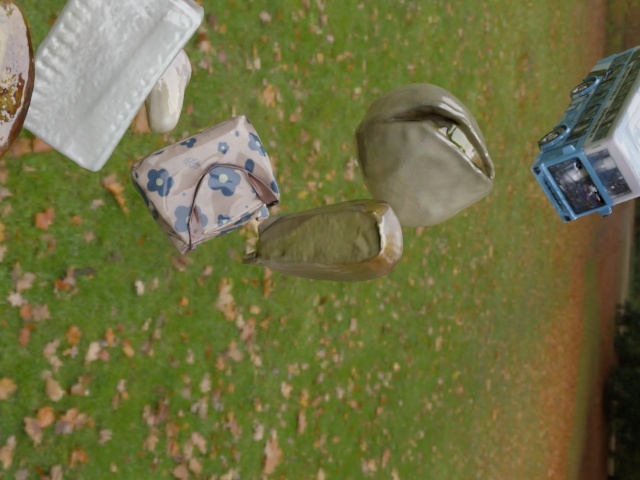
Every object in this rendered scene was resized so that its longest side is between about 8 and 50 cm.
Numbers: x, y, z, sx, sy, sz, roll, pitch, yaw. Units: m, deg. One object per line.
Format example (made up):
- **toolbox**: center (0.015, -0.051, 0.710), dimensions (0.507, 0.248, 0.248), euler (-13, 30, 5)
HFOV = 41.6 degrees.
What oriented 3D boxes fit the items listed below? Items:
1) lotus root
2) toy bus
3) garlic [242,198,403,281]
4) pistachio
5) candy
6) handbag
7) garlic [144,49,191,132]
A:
- **lotus root**: center (-0.547, -0.225, 1.287), dimensions (0.193, 0.193, 0.291), euler (12, 87, -69)
- **toy bus**: center (0.390, -0.153, 1.118), dimensions (0.106, 0.131, 0.297), euler (54, 47, -16)
- **garlic**: center (0.015, 0.000, 0.882), dimensions (0.101, 0.195, 0.087), euler (3, 86, -49)
- **pistachio**: center (0.158, -0.130, 1.287), dimensions (0.208, 0.226, 0.332), euler (-64, 166, -12)
- **candy**: center (-0.389, -0.323, 1.505), dimensions (0.359, 0.208, 0.145), euler (-52, -161, 14)
- **handbag**: center (-0.215, -0.098, 1.617), dimensions (0.193, 0.251, 0.190), euler (61, -16, 6)
- **garlic**: center (-0.346, -0.354, 1.892), dimensions (0.228, 0.110, 0.217), euler (110, -19, -69)
